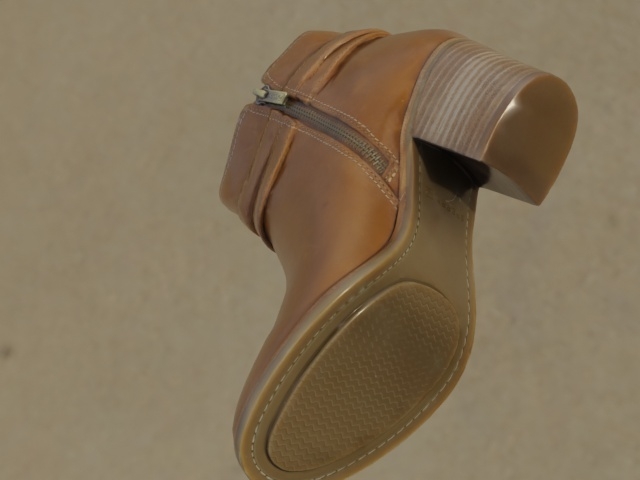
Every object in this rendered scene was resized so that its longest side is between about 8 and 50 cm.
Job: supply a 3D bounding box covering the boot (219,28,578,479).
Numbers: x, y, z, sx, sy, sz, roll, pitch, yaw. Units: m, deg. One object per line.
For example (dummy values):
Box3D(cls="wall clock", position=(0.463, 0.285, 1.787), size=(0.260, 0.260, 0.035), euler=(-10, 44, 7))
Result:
Box3D(cls="boot", position=(0.000, 0.000, 0.769), size=(0.152, 0.073, 0.197), euler=(20, 68, 50))
